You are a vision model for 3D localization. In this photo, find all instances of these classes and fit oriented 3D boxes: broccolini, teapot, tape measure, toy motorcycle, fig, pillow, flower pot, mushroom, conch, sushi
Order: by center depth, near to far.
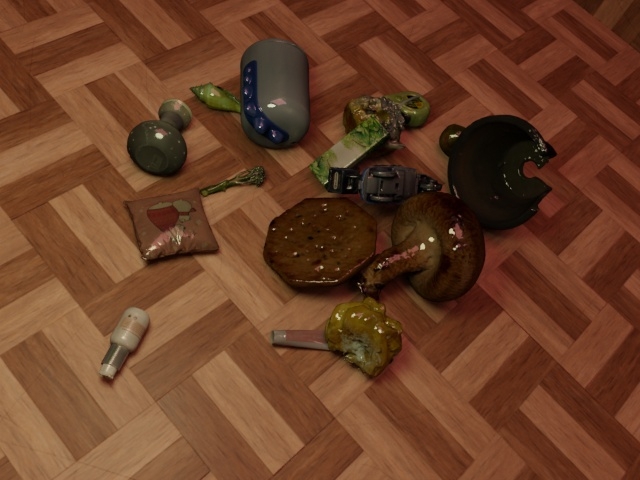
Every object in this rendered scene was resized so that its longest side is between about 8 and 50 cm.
[{"bbox_3d":[-0.432,-0.048,1.804,0.236,0.084,0.223,-9,61,-24],"label":"pillow"},{"bbox_3d":[0.292,0.012,1.847,0.356,0.334,0.331,11,50,-15],"label":"mushroom"},{"bbox_3d":[-0.480,-0.328,1.921,0.183,0.183,0.251,17,45,-5],"label":"teapot"},{"bbox_3d":[-0.272,-0.175,1.959,0.216,0.058,0.067,-26,28,-20],"label":"broccolini"},{"bbox_3d":[0.215,-0.185,1.986,0.358,0.212,0.125,-2,103,-36],"label":"toy motorcycle"},{"bbox_3d":[-0.345,-0.485,2.107,0.200,0.079,0.095,19,41,-24],"label":"conch"},{"bbox_3d":[0.643,-0.239,2.108,0.251,0.379,0.379,-13,62,-44],"label":"flower pot"},{"bbox_3d":[0.190,-0.389,2.158,0.184,0.139,0.274,-13,66,-19],"label":"sushi"},{"bbox_3d":[0.501,-0.352,2.256,0.132,0.185,0.127,12,94,17],"label":"fig"},{"bbox_3d":[0.326,-0.483,2.284,0.177,0.087,0.154,-21,55,-27],"label":"tape measure"}]

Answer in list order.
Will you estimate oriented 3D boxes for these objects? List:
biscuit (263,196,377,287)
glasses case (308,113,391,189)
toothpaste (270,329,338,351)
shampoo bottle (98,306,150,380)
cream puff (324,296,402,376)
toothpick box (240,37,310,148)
[{"bbox_3d":[0.000,0.000,1.855,0.359,0.046,0.359,-4,49,5],"label":"biscuit"},{"bbox_3d":[0.096,-0.287,2.033,0.272,0.062,0.095,-38,72,2],"label":"glasses case"},{"bbox_3d":[-0.043,0.275,1.743,0.194,0.043,0.067,7,57,-20],"label":"toothpaste"},{"bbox_3d":[-0.508,0.266,1.595,0.074,0.074,0.192,22,58,-2],"label":"shampoo bottle"},{"bbox_3d":[0.132,0.246,1.730,0.221,0.195,0.195,38,57,1],"label":"cream puff"},{"bbox_3d":[-0.158,-0.466,2.043,0.263,0.263,0.355,4,60,-13],"label":"toothpick box"}]
